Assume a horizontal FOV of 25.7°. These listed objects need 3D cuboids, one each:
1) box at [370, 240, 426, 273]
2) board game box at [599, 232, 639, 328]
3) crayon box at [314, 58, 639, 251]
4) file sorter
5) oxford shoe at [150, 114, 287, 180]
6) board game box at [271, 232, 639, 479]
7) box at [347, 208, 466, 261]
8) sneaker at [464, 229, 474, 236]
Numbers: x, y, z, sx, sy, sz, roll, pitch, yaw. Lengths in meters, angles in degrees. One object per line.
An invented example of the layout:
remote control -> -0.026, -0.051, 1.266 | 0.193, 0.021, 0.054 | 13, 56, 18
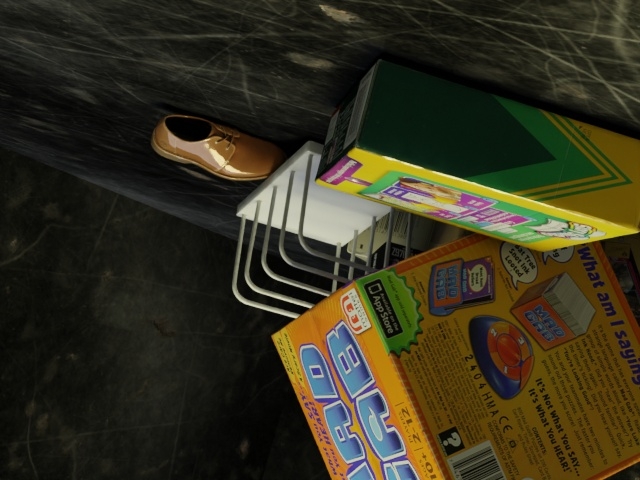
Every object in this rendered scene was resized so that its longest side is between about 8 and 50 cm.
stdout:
box -> 0.162, 0.100, 2.186 | 0.180, 0.147, 0.077 | 15, 154, -15
board game box -> 0.470, 0.073, 2.004 | 0.243, 0.165, 0.042 | 14, 174, 26
crayon box -> 0.173, -0.085, 1.599 | 0.313, 0.106, 0.363 | 16, 175, -6
file sorter -> 0.000, 0.000, 2.143 | 0.192, 0.173, 0.277 | 17, 155, -20
oxford shoe -> -0.149, -0.144, 2.132 | 0.212, 0.076, 0.076 | 11, 155, -13
board game box -> 0.204, 0.197, 1.925 | 0.356, 0.357, 0.356 | -20, 172, -24
box -> 0.180, 0.009, 2.415 | 0.148, 0.121, 0.311 | 13, 174, 25
sneaker -> 0.357, 0.029, 2.231 | 0.267, 0.101, 0.106 | 16, 177, 2
